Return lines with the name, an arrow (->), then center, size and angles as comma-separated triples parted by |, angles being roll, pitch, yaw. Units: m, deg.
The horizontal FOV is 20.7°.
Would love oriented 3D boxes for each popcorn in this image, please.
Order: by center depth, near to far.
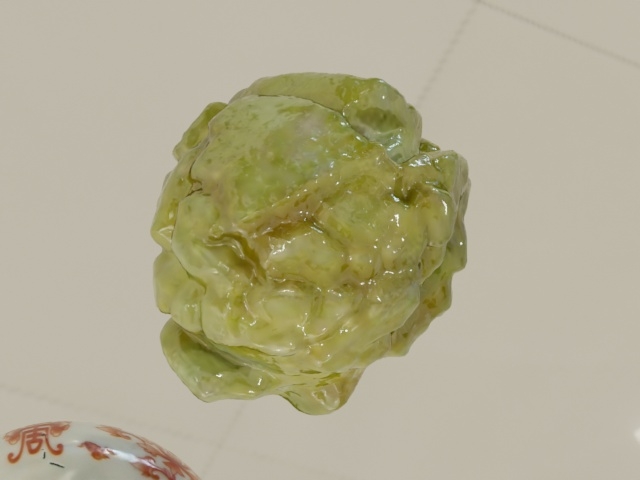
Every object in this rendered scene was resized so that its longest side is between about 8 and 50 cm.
popcorn -> 0.000, 0.000, 0.589 | 0.106, 0.120, 0.116 | -9, 84, 16

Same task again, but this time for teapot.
teapot -> -0.128, 0.156, 0.855 | 0.159, 0.116, 0.245 | -26, 109, 20
